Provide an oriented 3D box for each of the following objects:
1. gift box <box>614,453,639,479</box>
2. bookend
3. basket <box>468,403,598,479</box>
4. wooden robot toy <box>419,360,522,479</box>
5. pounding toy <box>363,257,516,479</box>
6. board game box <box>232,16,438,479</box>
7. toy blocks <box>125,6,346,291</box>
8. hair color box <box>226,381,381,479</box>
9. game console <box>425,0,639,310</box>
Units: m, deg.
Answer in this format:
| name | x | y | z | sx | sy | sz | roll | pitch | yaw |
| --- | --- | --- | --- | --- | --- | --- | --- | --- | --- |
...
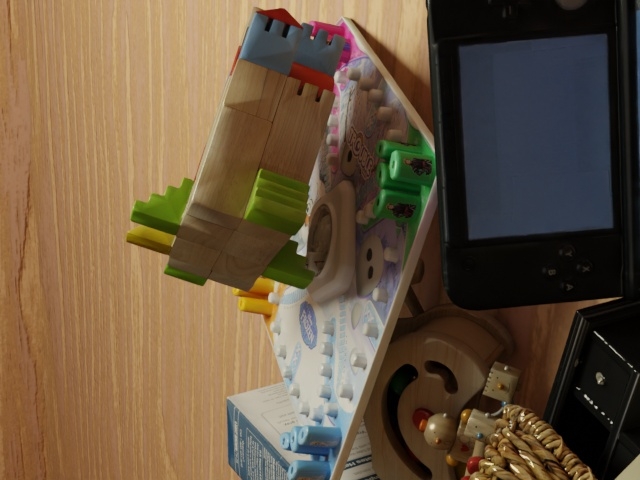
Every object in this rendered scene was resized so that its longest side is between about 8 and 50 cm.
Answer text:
| name | x | y | z | sx | sy | sz | roll | pitch | yaw |
| --- | --- | --- | --- | --- | --- | --- | --- | --- | --- |
| gift box | 0.318 | 0.231 | 0.827 | 0.255 | 0.276 | 0.258 | 57 | 145 | 25 |
| bookend | 0.273 | 0.158 | 1.086 | 0.157 | 0.072 | 0.156 | 49 | 141 | 42 |
| basket | 0.222 | 0.324 | 1.133 | 0.213 | 0.223 | 0.299 | 17 | 145 | 20 |
| wooden robot toy | 0.132 | 0.189 | 1.225 | 0.079 | 0.076 | 0.173 | 21 | 122 | 11 |
| pounding toy | 0.138 | 0.133 | 1.336 | 0.154 | 0.155 | 0.269 | 3 | 115 | 33 |
| board game box | 0.000 | 0.000 | 1.372 | 0.390 | 0.050 | 0.390 | -114 | 36 | -58 |
| toy blocks | -0.061 | -0.108 | 1.289 | 0.381 | 0.190 | 0.261 | 133 | 155 | -74 |
| hair color box | 0.043 | 0.280 | 1.458 | 0.347 | 0.174 | 0.105 | 36 | 132 | 52 |
| game console | 0.223 | -0.075 | 0.995 | 0.173 | 0.250 | 0.293 | -103 | 8 | -77 |
